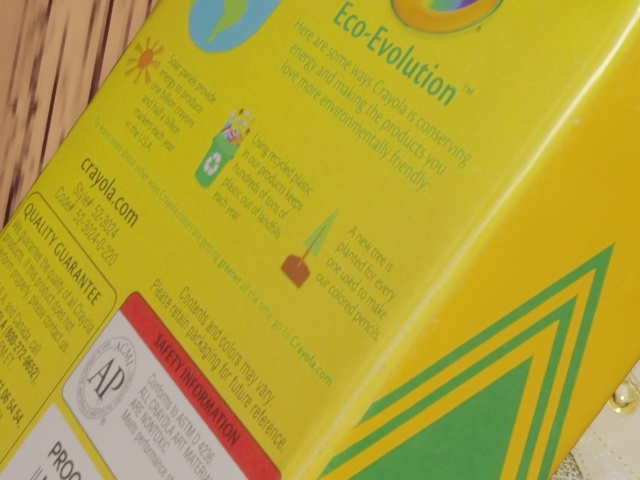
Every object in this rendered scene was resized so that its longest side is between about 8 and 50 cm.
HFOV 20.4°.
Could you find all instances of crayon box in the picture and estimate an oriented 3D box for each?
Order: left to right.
[{"bbox_3d":[0.000,0.000,0.539,0.318,0.081,0.202,-54,38,8],"label":"crayon box"}]

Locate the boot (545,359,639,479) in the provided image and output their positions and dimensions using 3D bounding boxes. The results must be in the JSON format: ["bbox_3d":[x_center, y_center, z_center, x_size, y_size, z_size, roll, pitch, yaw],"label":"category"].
[{"bbox_3d":[0.139,0.093,0.489,0.213,0.077,0.165,-36,63,17],"label":"boot"}]
